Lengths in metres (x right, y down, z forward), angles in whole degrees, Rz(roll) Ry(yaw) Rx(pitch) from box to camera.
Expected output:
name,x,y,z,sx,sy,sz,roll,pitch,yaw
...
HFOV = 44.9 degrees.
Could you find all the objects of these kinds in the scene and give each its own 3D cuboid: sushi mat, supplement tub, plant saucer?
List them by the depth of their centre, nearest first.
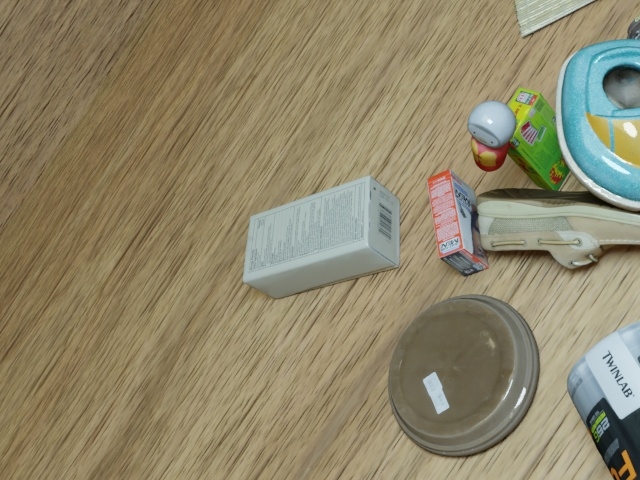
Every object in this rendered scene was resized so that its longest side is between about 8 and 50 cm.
name,x,y,z,sx,sy,sz,roll,pitch,yaw
supplement tub,0.452,0.266,0.937,0.193,0.193,0.316,-37,46,20
plant saucer,0.222,0.212,1.275,0.278,0.041,0.278,-22,52,31
sushi mat,0.508,-0.507,1.454,0.316,0.019,0.151,-24,54,30

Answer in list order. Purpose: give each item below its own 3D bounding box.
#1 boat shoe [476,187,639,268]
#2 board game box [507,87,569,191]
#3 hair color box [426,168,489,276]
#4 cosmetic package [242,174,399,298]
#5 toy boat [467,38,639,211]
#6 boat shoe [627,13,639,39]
name,x,y,z,sx,sy,sz,roll,pitch,yaw
boat shoe,0.405,-0.017,1.214,0.341,0.122,0.110,9,108,44
board game box,0.357,-0.161,1.271,0.043,0.181,0.092,30,88,47
hair color box,0.241,-0.031,1.365,0.053,0.093,0.167,-24,53,31
cosmetic package,0.000,0.000,1.548,0.309,0.113,0.160,-16,57,35
toy boat,0.369,-0.164,1.099,0.318,0.148,0.267,-9,69,7
boat shoe,0.638,-0.360,1.188,0.324,0.116,0.096,-21,45,28
